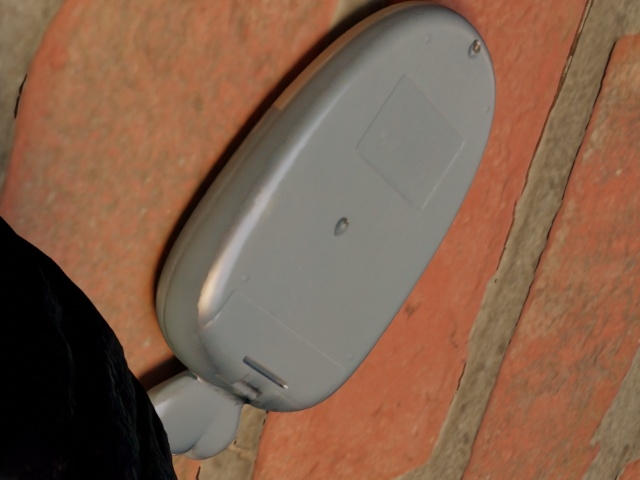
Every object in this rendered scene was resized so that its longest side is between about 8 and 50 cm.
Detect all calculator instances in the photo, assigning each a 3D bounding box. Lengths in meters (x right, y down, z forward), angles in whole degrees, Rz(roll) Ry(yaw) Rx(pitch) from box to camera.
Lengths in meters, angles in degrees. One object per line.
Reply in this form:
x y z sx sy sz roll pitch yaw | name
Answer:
0.000 0.000 0.950 0.303 0.042 0.188 -57 144 -4 | calculator

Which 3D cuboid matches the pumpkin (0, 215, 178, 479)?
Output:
-0.220 0.142 0.615 0.363 0.266 0.363 -28 129 -40 | pumpkin
